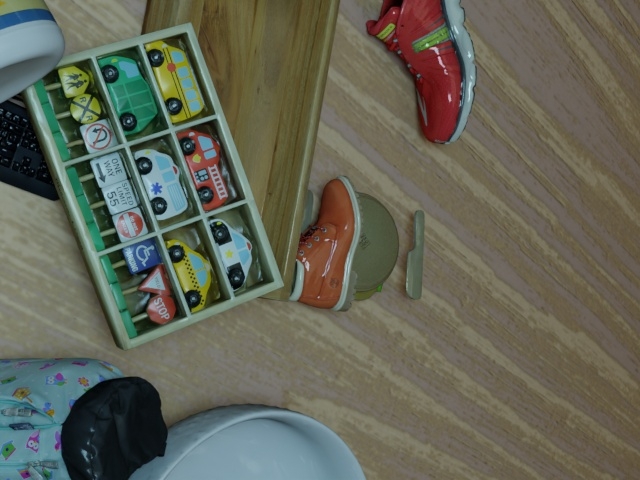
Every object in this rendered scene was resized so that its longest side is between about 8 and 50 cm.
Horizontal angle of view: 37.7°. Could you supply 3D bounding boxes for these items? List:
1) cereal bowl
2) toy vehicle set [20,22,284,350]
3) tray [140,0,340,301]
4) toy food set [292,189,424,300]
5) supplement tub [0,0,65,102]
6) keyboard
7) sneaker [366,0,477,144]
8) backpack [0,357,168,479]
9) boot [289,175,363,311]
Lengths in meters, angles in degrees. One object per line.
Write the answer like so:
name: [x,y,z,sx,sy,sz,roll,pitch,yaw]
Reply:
cereal bowl: [-0.106,0.330,0.968,0.339,0.141,0.338,-3,94,-42]
toy vehicle set: [-0.155,-0.051,0.872,0.166,0.035,0.266,-23,99,-23]
tray: [-0.096,-0.154,0.992,0.203,0.076,0.410,14,82,-42]
toy food set: [0.041,0.007,1.157,0.192,0.039,0.132,10,81,-31]
supplement tub: [-0.306,-0.203,0.726,0.144,0.144,0.199,-33,96,-36]
keyboard: [-0.293,-0.110,0.838,0.192,0.038,0.100,24,77,-42]
sneaker: [0.116,-0.255,1.180,0.118,0.107,0.278,-13,99,-22]
backpack: [-0.242,0.162,0.813,0.152,0.182,0.115,-12,100,-73]
boot: [0.000,0.000,1.075,0.085,0.059,0.157,7,85,-26]
